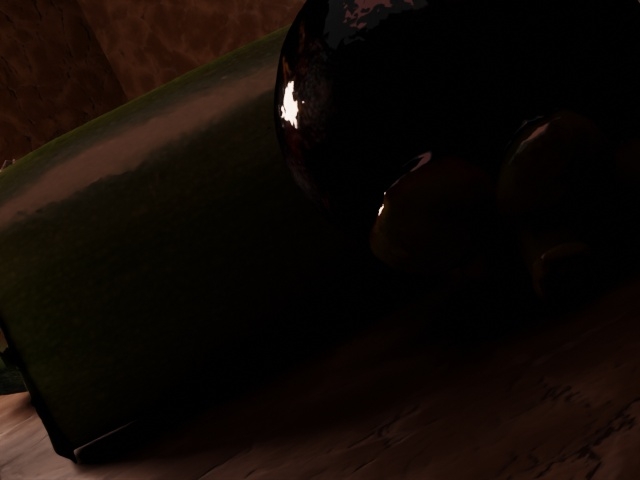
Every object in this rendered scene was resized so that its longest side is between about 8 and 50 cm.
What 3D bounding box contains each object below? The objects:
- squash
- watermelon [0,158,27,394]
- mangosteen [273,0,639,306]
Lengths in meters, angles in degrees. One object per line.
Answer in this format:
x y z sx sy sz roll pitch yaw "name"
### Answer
-0.119 -0.007 1.026 0.384 0.263 0.263 -28 7 -11 "squash"
-0.339 0.066 1.472 0.283 0.293 0.250 -28 36 -16 "watermelon"
0.112 -0.079 0.796 0.275 0.302 0.275 -13 -37 -10 "mangosteen"
